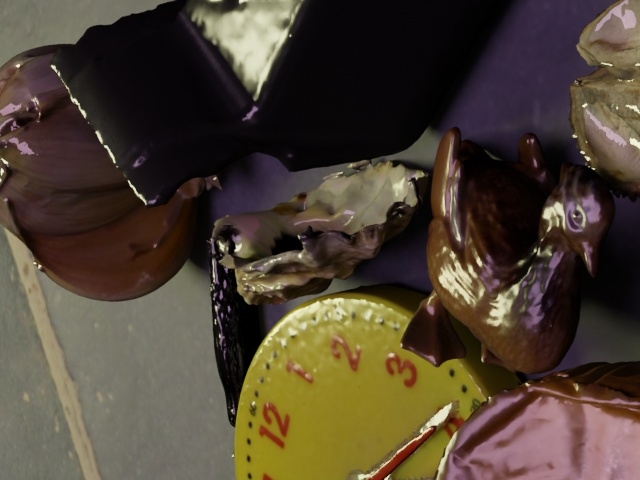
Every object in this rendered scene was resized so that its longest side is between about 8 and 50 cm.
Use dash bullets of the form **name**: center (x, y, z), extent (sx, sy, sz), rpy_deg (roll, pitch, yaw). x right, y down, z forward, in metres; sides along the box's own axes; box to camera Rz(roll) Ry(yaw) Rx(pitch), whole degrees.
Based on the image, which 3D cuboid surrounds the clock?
- **clock**: center (0.036, 0.171, 0.917), extent (0.293, 0.071, 0.277), rpy_deg (25, 115, 45)

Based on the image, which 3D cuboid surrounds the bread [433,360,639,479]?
- **bread**: center (0.161, 0.153, 0.727), extent (0.199, 0.104, 0.199), rpy_deg (3, 97, 30)

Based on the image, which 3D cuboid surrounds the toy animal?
- **toy animal**: center (0.105, -0.013, 0.788), extent (0.179, 0.089, 0.188), rpy_deg (113, 152, -48)

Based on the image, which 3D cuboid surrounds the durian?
- **durian**: center (0.189, -0.074, 0.704), extent (0.140, 0.071, 0.110), rpy_deg (179, 91, -65)

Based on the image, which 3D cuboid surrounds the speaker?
- **speaker**: center (0.012, -0.207, 0.802), extent (0.180, 0.184, 0.388), rpy_deg (52, 130, 31)

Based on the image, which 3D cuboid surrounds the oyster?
- **oyster**: center (-0.002, 0.003, 0.907), extent (0.209, 0.133, 0.072), rpy_deg (-13, 110, 44)

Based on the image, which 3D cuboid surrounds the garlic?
- **garlic**: center (-0.161, -0.059, 1.020), extent (0.207, 0.256, 0.207), rpy_deg (1, 103, 5)

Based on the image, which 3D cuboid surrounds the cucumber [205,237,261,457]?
- **cucumber**: center (-0.061, 0.076, 1.044), extent (0.039, 0.043, 0.163), rpy_deg (-5, 96, 7)
